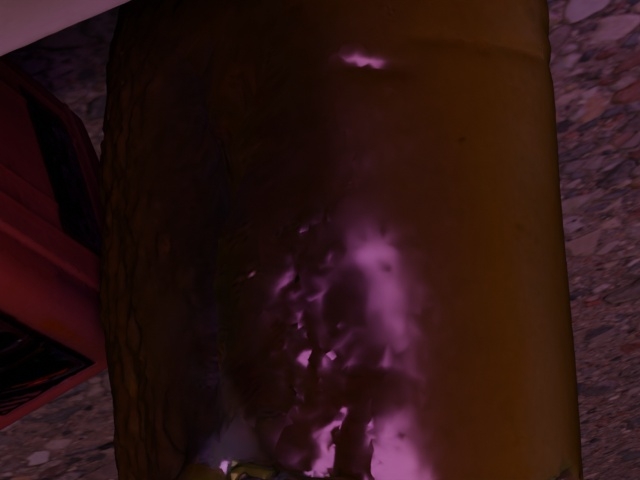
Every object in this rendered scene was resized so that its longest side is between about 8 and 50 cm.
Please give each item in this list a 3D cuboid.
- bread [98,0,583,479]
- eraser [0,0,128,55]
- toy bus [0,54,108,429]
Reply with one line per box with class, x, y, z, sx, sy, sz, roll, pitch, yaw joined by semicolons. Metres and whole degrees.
bread;0.000;0.000;0.812;0.208;0.376;0.251;10;161;-34
eraser;0.015;-0.203;0.654;0.404;0.096;0.098;-24;156;-3
toy bus;-0.263;-0.030;0.753;0.233;0.203;0.427;-25;156;10
